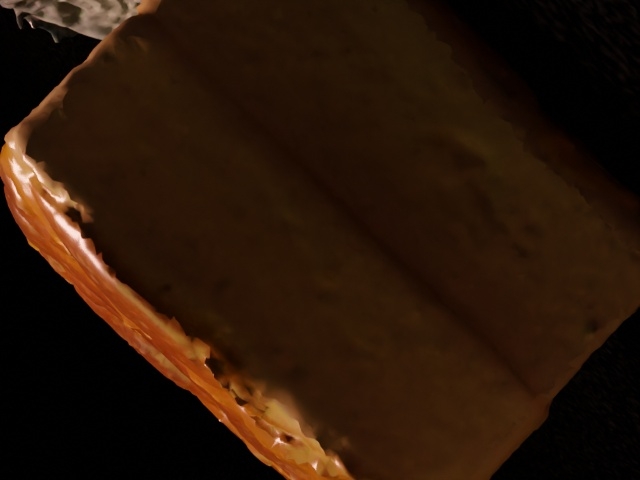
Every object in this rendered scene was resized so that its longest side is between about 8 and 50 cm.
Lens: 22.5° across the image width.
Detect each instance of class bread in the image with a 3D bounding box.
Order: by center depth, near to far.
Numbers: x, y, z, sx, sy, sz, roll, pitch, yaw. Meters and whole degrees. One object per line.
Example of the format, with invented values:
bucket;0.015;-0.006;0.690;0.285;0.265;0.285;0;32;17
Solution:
bread;0.000;0.000;0.814;0.279;0.207;0.279;45;170;-3

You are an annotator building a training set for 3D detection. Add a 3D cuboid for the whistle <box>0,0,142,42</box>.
whistle;-0.198;-0.208;0.905;0.189;0.189;0.348;38;-177;27
